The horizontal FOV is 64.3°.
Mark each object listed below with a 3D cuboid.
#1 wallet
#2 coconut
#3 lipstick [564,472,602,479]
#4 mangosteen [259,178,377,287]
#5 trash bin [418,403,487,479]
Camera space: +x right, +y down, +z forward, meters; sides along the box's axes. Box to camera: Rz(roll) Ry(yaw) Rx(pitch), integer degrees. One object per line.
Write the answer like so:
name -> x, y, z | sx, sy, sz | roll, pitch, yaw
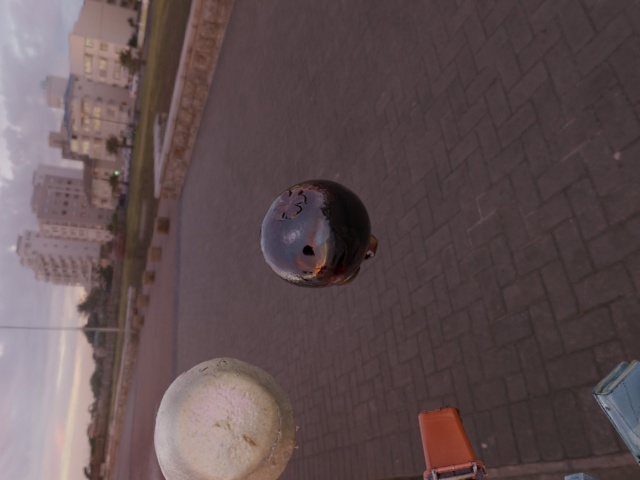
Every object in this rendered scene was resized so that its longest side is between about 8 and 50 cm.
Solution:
wallet -> 0.833, 0.456, 1.321 | 0.250, 0.176, 0.075 | 58, 154, 3
coconut -> -0.149, 0.289, 0.790 | 0.234, 0.224, 0.224 | 106, 163, -68
lipstick -> 0.811, 0.710, 1.363 | 0.068, 0.317, 0.066 | 123, 167, -50
mangosteen -> 0.000, 0.000, 1.387 | 0.306, 0.347, 0.307 | -17, 50, 21
trash bin -> 0.342, 0.573, 1.367 | 0.239, 0.161, 0.185 | -94, -11, -57
